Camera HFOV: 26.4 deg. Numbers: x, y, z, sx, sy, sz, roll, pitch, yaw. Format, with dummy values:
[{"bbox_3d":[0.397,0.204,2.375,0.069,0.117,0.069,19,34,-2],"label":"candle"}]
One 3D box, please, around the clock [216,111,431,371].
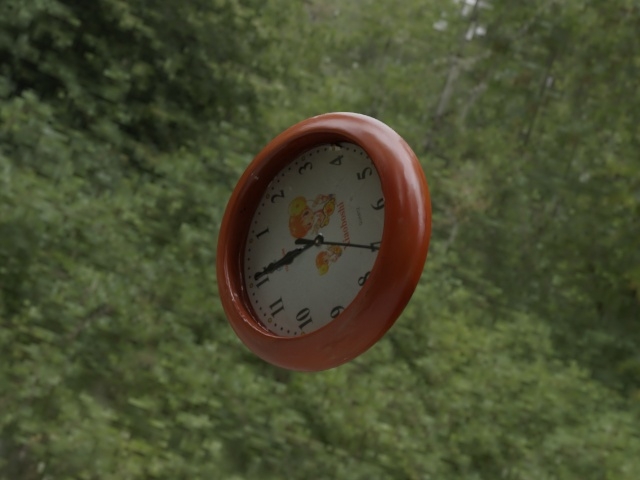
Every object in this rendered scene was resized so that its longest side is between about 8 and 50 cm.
[{"bbox_3d":[0.000,0.000,1.049,0.205,0.205,0.051,6,-12,44],"label":"clock"}]
